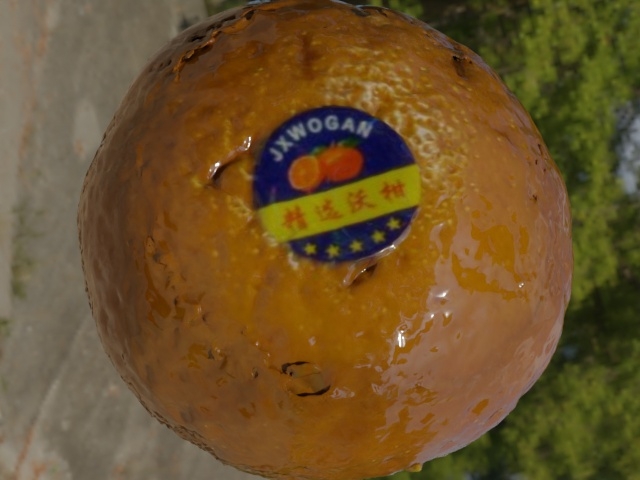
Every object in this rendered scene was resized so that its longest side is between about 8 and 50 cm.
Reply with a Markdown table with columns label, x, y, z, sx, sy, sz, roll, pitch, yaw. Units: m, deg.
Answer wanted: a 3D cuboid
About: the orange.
| label | x | y | z | sx | sy | sz | roll | pitch | yaw |
| --- | --- | --- | --- | --- | --- | --- | --- | --- | --- |
| orange | 0.002 | 0.000 | 0.368 | 0.117 | 0.135 | 0.136 | 78 | -4 | -78 |
